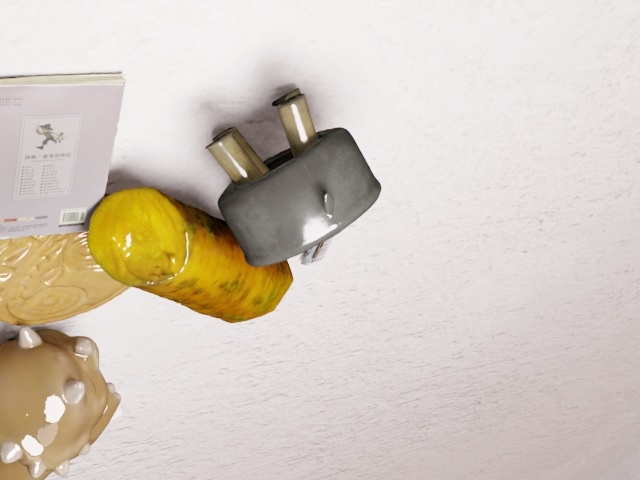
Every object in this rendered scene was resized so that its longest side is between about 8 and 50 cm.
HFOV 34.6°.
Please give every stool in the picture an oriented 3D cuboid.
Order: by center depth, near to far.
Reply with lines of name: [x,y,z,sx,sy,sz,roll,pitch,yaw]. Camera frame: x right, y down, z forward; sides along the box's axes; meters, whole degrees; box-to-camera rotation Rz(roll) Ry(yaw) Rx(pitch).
stool: [-0.048,-0.059,1.043,0.153,0.139,0.228,-38,-166,-38]

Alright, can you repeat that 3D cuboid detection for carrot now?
carrot: [-0.125,0.023,1.121,0.114,0.114,0.302,-35,157,13]

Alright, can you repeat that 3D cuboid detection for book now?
book: [-0.254,-0.075,0.956,0.127,0.014,0.182,-7,134,-31]

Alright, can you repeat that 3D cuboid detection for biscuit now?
biscuit: [-0.304,0.021,1.076,0.288,0.044,0.202,9,134,-49]

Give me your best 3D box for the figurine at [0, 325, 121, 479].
figurine: [-0.355,0.205,1.180,0.247,0.177,0.173,-27,168,9]

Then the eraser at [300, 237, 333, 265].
eraser: [0.000,0.000,1.304,0.027,0.019,0.099,-23,153,-35]

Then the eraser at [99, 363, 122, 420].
eraser: [-0.405,0.259,1.323,0.298,0.078,0.076,-32,150,9]
